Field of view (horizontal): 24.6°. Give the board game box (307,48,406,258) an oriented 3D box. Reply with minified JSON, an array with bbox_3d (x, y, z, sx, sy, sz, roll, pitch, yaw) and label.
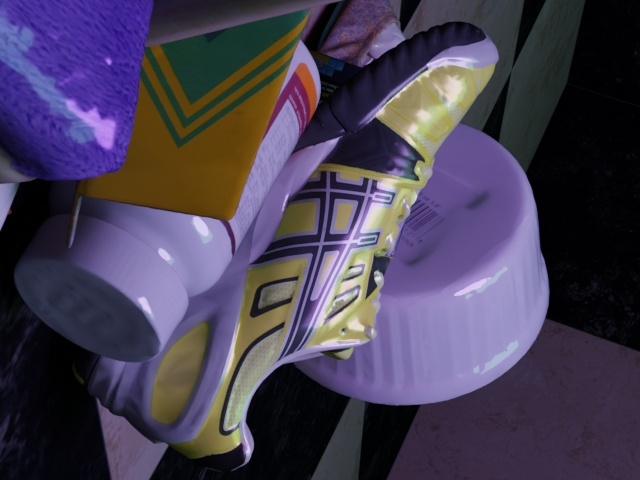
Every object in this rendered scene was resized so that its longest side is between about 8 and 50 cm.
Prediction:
[{"bbox_3d":[0.000,-0.076,1.174,0.048,0.170,0.141,32,-76,66],"label":"board game box"}]

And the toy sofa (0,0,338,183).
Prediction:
[{"bbox_3d":[-0.094,-0.168,0.271,0.362,0.150,0.177,40,55,-40],"label":"toy sofa"}]

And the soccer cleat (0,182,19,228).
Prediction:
[{"bbox_3d":[-0.165,-0.070,0.723,0.196,0.068,0.076,-68,164,3],"label":"soccer cleat"}]

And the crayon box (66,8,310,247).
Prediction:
[{"bbox_3d":[-0.050,-0.155,0.684,0.323,0.083,0.203,116,-20,-56],"label":"crayon box"}]

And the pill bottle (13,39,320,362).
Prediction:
[{"bbox_3d":[-0.094,-0.041,0.921,0.121,0.121,0.221,90,24,-55],"label":"pill bottle"}]

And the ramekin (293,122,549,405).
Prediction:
[{"bbox_3d":[0.078,0.007,1.391,0.135,0.277,0.277,81,30,-48],"label":"ramekin"}]

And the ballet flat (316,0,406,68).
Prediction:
[{"bbox_3d":[0.027,-0.128,1.325,0.107,0.106,0.316,100,15,-46],"label":"ballet flat"}]

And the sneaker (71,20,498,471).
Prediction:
[{"bbox_3d":[0.000,0.000,1.061,0.385,0.147,0.145,-46,-178,-7],"label":"sneaker"}]
